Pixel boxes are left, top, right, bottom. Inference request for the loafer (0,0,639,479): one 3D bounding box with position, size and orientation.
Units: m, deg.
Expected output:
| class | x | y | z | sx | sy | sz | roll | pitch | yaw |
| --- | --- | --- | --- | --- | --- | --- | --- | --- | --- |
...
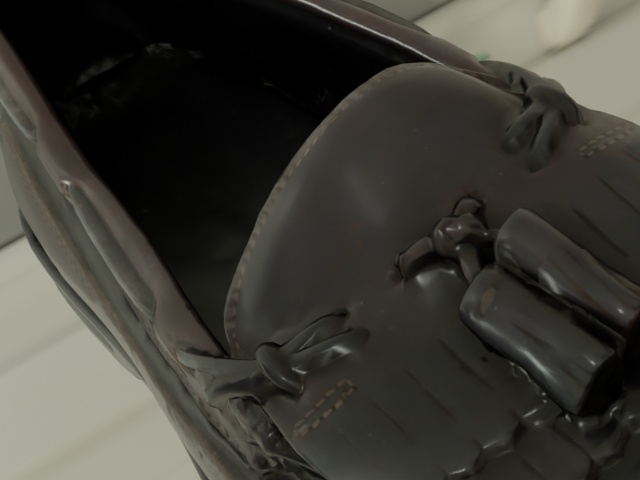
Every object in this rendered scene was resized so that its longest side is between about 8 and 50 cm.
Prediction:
| class | x | y | z | sx | sy | sz | roll | pitch | yaw |
| --- | --- | --- | --- | --- | --- | --- | --- | --- | --- |
| loafer | 0.000 | 0.000 | 0.384 | 0.302 | 0.109 | 0.095 | 31 | 157 | 52 |
